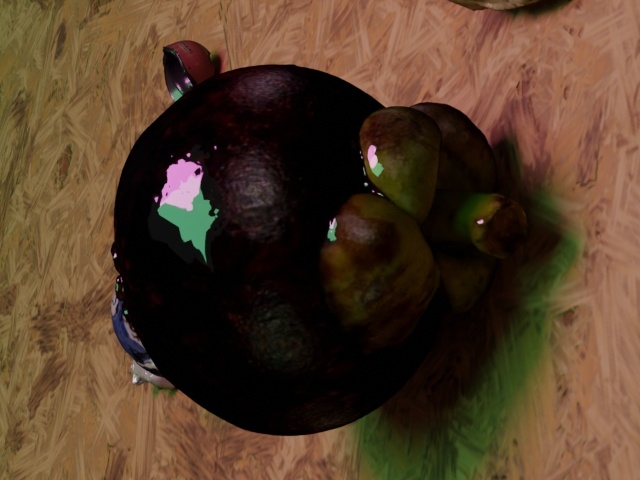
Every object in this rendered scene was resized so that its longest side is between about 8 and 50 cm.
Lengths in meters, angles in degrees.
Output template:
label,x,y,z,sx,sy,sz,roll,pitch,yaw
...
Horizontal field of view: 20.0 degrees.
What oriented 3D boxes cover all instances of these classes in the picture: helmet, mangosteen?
label,x,y,z,sx,sy,sz,roll,pitch,yaw
helmet,-0.143,-0.191,2.023,0.065,0.049,0.084,48,155,24
mangosteen,-0.012,-0.008,1.418,0.313,0.297,0.297,-39,30,-2

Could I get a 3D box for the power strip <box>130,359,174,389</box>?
label,x,y,z,sx,sy,sz,roll,pitch,yaw
power strip,-0.157,0.066,1.927,0.081,0.035,0.192,13,89,64

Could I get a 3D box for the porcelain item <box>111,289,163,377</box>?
label,x,y,z,sx,sy,sz,roll,pitch,yaw
porcelain item,-0.120,-0.008,1.786,0.186,0.138,0.288,-158,85,-75

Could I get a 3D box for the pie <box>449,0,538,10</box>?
label,x,y,z,sx,sy,sz,roll,pitch,yaw
pie,0.160,-0.338,1.429,0.339,0.083,0.339,-23,62,55
